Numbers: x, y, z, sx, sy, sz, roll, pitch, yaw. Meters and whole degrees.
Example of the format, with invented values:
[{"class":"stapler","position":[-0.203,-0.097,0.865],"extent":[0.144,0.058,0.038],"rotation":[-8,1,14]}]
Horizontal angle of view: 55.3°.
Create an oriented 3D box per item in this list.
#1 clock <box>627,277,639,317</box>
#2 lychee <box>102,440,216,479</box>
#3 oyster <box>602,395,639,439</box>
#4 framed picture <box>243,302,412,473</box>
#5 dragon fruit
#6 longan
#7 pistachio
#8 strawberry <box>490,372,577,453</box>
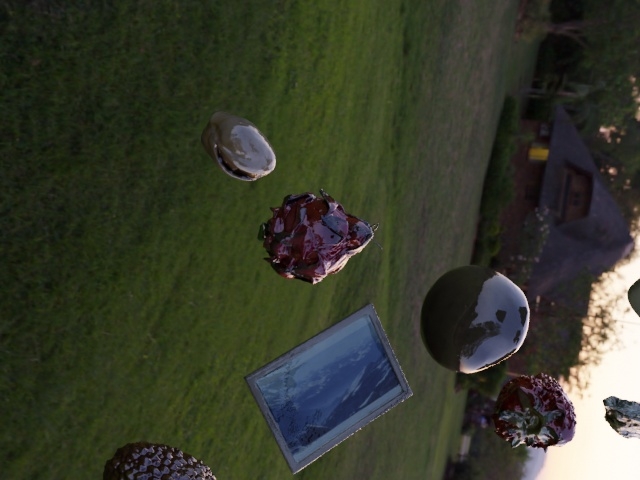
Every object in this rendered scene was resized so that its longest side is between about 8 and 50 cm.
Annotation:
[{"class":"clock","position":[0.886,0.138,1.376],"extent":[0.109,0.265,0.324],"rotation":[-30,161,-26]},{"class":"lychee","position":[-0.314,0.518,1.196],"extent":[0.271,0.236,0.236],"rotation":[54,35,-12]},{"class":"oyster","position":[0.687,0.392,1.329],"extent":[0.177,0.125,0.064],"rotation":[51,34,-39]},{"class":"framed picture","position":[0.026,0.326,1.366],"extent":[0.335,0.022,0.247],"rotation":[-27,99,-20]},{"class":"dragon fruit","position":[0.000,0.000,1.458],"extent":[0.234,0.293,0.233],"rotation":[10,90,-72]},{"class":"longan","position":[0.338,0.178,1.358],"extent":[0.248,0.248,0.248],"rotation":[8,90,-70]},{"class":"pistachio","position":[-0.146,-0.168,1.111],"extent":[0.149,0.113,0.113],"rotation":[36,62,-43]},{"class":"strawberry","position":[0.510,0.401,1.461],"extent":[0.187,0.184,0.201],"rotation":[-43,-176,28]}]
